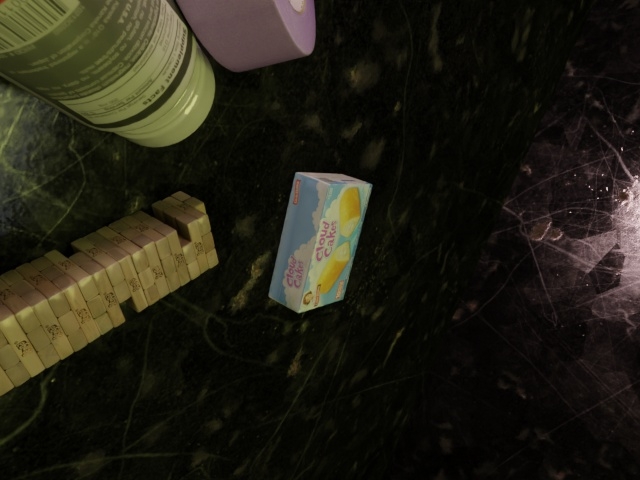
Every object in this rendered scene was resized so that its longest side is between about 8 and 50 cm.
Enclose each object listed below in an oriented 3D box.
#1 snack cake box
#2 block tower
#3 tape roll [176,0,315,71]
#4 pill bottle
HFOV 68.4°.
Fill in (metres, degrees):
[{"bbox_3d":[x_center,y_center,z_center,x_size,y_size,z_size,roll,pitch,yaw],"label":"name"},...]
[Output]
[{"bbox_3d":[0.000,0.000,0.954,0.152,0.089,0.264,-10,118,-52],"label":"snack cake box"},{"bbox_3d":[-0.282,0.052,0.596,0.335,0.091,0.097,-37,137,-37],"label":"block tower"},{"bbox_3d":[-0.084,-0.328,0.495,0.275,0.090,0.275,-9,90,-77],"label":"tape roll"},{"bbox_3d":[-0.210,-0.195,0.414,0.161,0.161,0.283,-63,168,-3],"label":"pill bottle"}]
